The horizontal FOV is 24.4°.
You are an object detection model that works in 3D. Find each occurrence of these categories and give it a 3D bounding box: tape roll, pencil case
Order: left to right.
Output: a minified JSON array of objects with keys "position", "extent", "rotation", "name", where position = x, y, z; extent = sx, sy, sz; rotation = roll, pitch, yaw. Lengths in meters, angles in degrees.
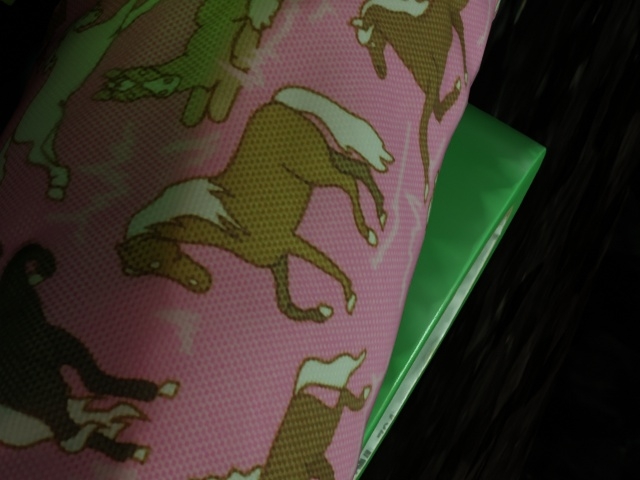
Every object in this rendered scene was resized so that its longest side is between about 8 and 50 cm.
[{"position":[-0.046,0.011,0.454],"extent":[0.160,0.167,0.386],"rotation":[51,47,-43],"name":"pencil case"},{"position":[0.029,0.063,0.926],"extent":[0.321,0.077,0.321],"rotation":[-58,173,-11],"name":"tape roll"}]

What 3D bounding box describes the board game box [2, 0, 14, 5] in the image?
[{"position":[-0.066,-0.121,0.380],"extent":[0.092,0.043,0.181],"rotation":[-63,-163,-7],"name":"board game box"}]
